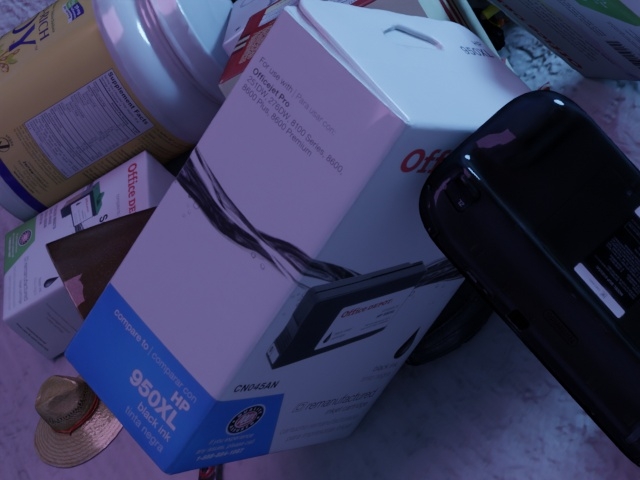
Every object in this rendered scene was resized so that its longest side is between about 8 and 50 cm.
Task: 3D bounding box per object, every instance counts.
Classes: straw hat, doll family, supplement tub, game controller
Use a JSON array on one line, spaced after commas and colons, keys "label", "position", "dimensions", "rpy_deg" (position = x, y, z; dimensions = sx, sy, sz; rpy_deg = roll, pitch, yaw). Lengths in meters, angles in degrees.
[{"label": "straw hat", "position": [-0.283, 0.181, 1.961], "dimensions": [0.144, 0.061, 0.144], "rpy_deg": [-25, 40, 23]}, {"label": "doll family", "position": [0.182, -0.251, 1.955], "dimensions": [0.193, 0.076, 0.111], "rpy_deg": [-52, 42, -4]}, {"label": "supplement tub", "position": [-0.263, -0.189, 2.154], "dimensions": [0.331, 0.241, 0.241], "rpy_deg": [-30, 39, 17]}, {"label": "game controller", "position": [0.229, 0.032, 1.413], "dimensions": [0.166, 0.319, 0.067], "rpy_deg": [-42, 1, -18]}]

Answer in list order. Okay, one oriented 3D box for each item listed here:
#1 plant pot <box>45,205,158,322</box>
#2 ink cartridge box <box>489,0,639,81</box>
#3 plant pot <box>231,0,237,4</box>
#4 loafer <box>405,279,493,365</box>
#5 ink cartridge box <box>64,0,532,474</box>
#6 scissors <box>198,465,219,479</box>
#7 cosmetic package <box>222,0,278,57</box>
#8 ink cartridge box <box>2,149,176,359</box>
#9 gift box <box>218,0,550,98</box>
[{"label": "plant pot", "position": [-0.139, 0.044, 1.871], "dimensions": [0.230, 0.215, 0.215], "rpy_deg": [-28, 37, -5]}, {"label": "ink cartridge box", "position": [0.273, -0.253, 1.688], "dimensions": [0.117, 0.201, 0.278], "rpy_deg": [-55, 18, -4]}, {"label": "plant pot", "position": [-0.122, -0.389, 2.264], "dimensions": [0.254, 0.237, 0.237], "rpy_deg": [1, 53, 24]}, {"label": "loafer", "position": [0.148, 0.027, 1.703], "dimensions": [0.223, 0.078, 0.076], "rpy_deg": [-44, 36, -1]}, {"label": "ink cartridge box", "position": [0.000, 0.000, 1.563], "dimensions": [0.166, 0.285, 0.395], "rpy_deg": [46, 117, 25]}, {"label": "scissors", "position": [-0.106, 0.249, 1.773], "dimensions": [0.109, 0.021, 0.297], "rpy_deg": [-13, 45, 38]}, {"label": "cosmetic package", "position": [0.065, -0.326, 2.027], "dimensions": [0.377, 0.097, 0.284], "rpy_deg": [-36, 16, 9]}, {"label": "ink cartridge box", "position": [-0.261, 0.016, 2.075], "dimensions": [0.219, 0.092, 0.160], "rpy_deg": [-30, 39, 17]}, {"label": "gift box", "position": [0.078, -0.151, 1.805], "dimensions": [0.255, 0.258, 0.276], "rpy_deg": [-25, 19, 23]}]
